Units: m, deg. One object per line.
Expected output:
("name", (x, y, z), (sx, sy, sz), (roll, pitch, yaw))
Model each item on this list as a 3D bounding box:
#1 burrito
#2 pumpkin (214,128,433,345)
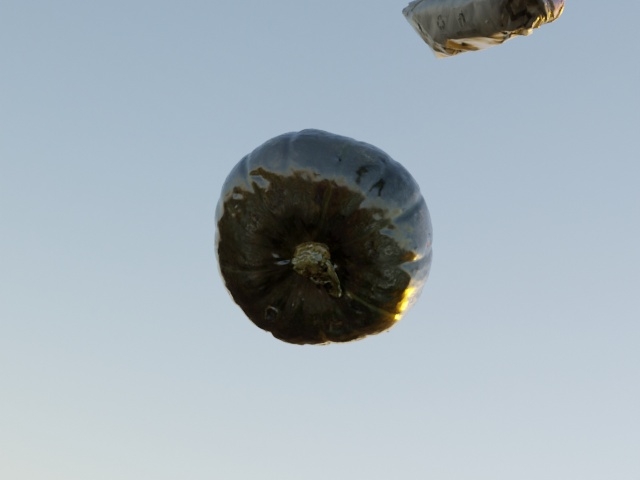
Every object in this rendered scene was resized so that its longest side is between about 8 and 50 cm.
("burrito", (0.131, -0.187, 0.977), (0.064, 0.064, 0.203), (31, -11, -21))
("pumpkin", (0.000, 0.000, 1.157), (0.223, 0.224, 0.157), (19, 20, 6))
